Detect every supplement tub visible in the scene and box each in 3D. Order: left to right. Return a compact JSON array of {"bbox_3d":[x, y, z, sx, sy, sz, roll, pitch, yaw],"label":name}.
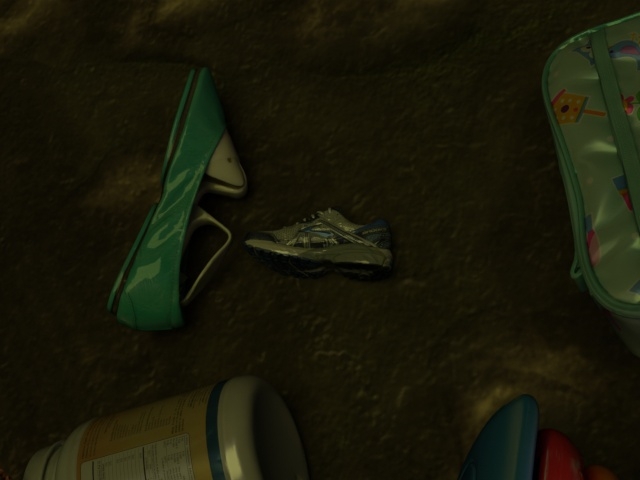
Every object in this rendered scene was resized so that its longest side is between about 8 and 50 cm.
[{"bbox_3d":[-0.121,0.200,0.905,0.200,0.144,0.144,-18,69,14],"label":"supplement tub"}]

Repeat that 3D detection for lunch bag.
[{"bbox_3d":[0.283,-0.054,0.831,0.224,0.108,0.279,-16,54,16],"label":"lunch bag"}]

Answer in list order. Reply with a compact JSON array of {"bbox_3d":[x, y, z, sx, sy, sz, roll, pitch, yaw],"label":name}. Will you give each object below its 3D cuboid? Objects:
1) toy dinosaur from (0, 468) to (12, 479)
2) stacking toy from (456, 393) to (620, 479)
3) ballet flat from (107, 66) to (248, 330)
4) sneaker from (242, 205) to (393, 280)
[{"bbox_3d":[-0.340,0.312,0.921,0.218,0.164,0.322,50,138,29],"label":"toy dinosaur"},{"bbox_3d":[0.235,0.242,0.775,0.302,0.175,0.165,17,36,4],"label":"stacking toy"},{"bbox_3d":[-0.114,-0.032,1.018,0.087,0.083,0.247,18,80,-2],"label":"ballet flat"},{"bbox_3d":[0.000,0.000,0.981,0.135,0.052,0.058,6,66,13],"label":"sneaker"}]
